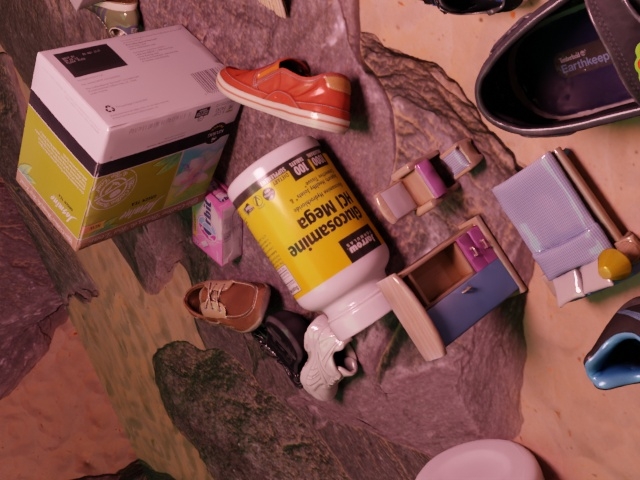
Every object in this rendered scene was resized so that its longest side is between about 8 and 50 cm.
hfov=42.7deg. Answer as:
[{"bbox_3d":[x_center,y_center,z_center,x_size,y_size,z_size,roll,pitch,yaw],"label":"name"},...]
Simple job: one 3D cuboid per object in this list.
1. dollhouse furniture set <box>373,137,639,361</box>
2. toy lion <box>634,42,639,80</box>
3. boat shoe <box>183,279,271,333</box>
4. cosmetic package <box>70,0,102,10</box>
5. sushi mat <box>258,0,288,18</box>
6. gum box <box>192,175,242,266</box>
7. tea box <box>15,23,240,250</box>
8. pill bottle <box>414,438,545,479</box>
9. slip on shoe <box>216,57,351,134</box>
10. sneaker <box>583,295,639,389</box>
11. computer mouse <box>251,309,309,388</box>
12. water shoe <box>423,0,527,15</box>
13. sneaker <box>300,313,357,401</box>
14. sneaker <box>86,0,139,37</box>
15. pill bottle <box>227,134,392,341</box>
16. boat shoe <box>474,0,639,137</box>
[{"bbox_3d":[0.227,-0.011,1.102,0.286,0.198,0.303,57,148,1],"label":"dollhouse furniture set"},{"bbox_3d":[0.328,-0.147,0.746,0.096,0.034,0.100,38,136,21],"label":"toy lion"},{"bbox_3d":[-0.224,0.146,1.891,0.324,0.116,0.123,-16,59,56],"label":"boat shoe"},{"bbox_3d":[-0.418,-0.555,1.590,0.107,0.127,0.238,59,146,-3],"label":"cosmetic package"},{"bbox_3d":[-0.137,-0.475,1.247,0.151,0.019,0.316,34,165,23],"label":"sushi mat"},{"bbox_3d":[-0.231,-0.047,1.824,0.107,0.062,0.188,38,143,28],"label":"gum box"},{"bbox_3d":[-0.369,-0.203,1.580,0.220,0.329,0.323,46,135,17],"label":"tea box"},{"bbox_3d":[0.326,0.576,1.437,0.229,0.229,0.407,2,118,53],"label":"pill bottle"},{"bbox_3d":[-0.062,-0.260,1.388,0.331,0.123,0.101,26,104,48],"label":"slip on shoe"},{"bbox_3d":[0.457,0.110,0.946,0.125,0.140,0.341,58,147,4],"label":"sneaker"},{"bbox_3d":[-0.070,0.220,1.836,0.188,0.072,0.272,48,159,12],"label":"computer mouse"},{"bbox_3d":[0.164,-0.325,1.030,0.203,0.080,0.072,20,132,45],"label":"water shoe"},{"bbox_3d":[0.024,0.270,1.726,0.115,0.090,0.232,30,140,32],"label":"sneaker"},{"bbox_3d":[-0.451,-0.478,1.754,0.192,0.064,0.086,21,128,40],"label":"sneaker"},{"bbox_3d":[0.000,0.000,1.431,0.334,0.188,0.188,56,148,2],"label":"pill bottle"},{"bbox_3d":[0.349,-0.214,0.806,0.500,0.156,0.186,-16,102,56],"label":"boat shoe"}]
